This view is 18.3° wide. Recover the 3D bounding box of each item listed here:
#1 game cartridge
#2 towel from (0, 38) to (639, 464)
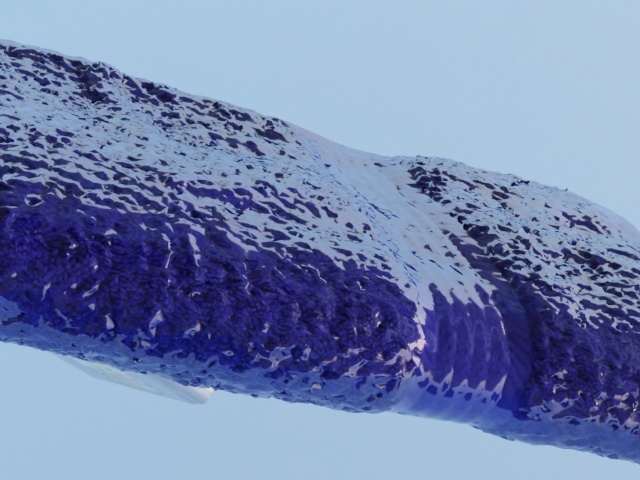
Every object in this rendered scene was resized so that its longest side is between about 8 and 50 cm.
[{"bbox_3d":[-0.091,0.049,0.860,0.083,0.056,0.017,10,-113,43],"label":"game cartridge"},{"bbox_3d":[0.000,0.000,0.743,0.308,0.076,0.227,12,-169,-22],"label":"towel"}]
